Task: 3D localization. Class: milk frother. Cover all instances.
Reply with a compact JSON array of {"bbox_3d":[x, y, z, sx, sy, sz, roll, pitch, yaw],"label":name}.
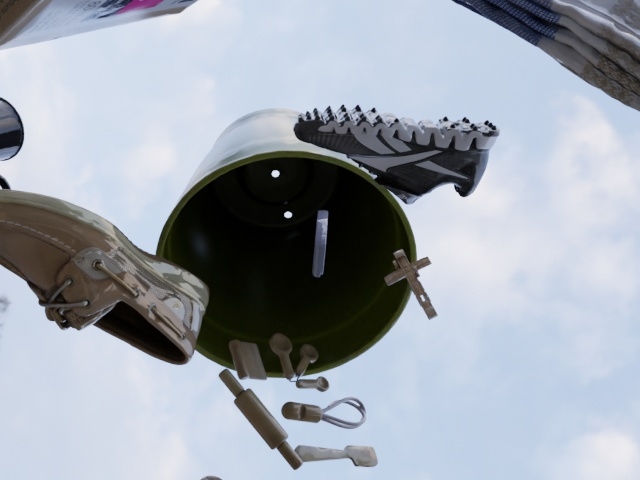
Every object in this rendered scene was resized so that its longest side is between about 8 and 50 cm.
[{"bbox_3d":[-0.435,-0.089,1.040,0.129,0.135,0.143,-21,-82,26],"label":"milk frother"}]

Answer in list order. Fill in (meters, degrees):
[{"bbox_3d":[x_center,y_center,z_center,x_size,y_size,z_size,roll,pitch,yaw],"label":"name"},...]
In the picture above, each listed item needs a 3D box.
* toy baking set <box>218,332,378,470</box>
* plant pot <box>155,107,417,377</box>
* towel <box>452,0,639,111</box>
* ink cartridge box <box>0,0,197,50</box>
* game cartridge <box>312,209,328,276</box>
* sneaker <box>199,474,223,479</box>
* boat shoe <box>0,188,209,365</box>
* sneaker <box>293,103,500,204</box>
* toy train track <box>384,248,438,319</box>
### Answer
[{"bbox_3d":[-0.024,0.226,1.194,0.256,0.197,0.030,52,-53,12],"label":"toy baking set"},{"bbox_3d":[-0.060,-0.038,1.350,0.353,0.366,0.366,-100,-151,-61],"label":"plant pot"},{"bbox_3d":[0.220,-0.117,0.409,0.285,0.209,0.034,34,-25,11],"label":"towel"},{"bbox_3d":[-0.122,-0.222,0.590,0.235,0.193,0.088,-18,-84,47],"label":"ink cartridge box"},{"bbox_3d":[0.000,0.000,1.075,0.017,0.083,0.056,8,-58,-2],"label":"game cartridge"},{"bbox_3d":[-0.128,0.344,1.162,0.083,0.032,0.037,7,-78,38],"label":"sneaker"},{"bbox_3d":[-0.275,0.049,1.025,0.121,0.341,0.110,-25,-133,40],"label":"boat shoe"},{"bbox_3d":[0.083,-0.093,0.983,0.078,0.234,0.106,-99,-165,-70],"label":"sneaker"},{"bbox_3d":[0.089,0.039,0.820,0.048,0.014,0.083,-27,-127,2],"label":"toy train track"}]
